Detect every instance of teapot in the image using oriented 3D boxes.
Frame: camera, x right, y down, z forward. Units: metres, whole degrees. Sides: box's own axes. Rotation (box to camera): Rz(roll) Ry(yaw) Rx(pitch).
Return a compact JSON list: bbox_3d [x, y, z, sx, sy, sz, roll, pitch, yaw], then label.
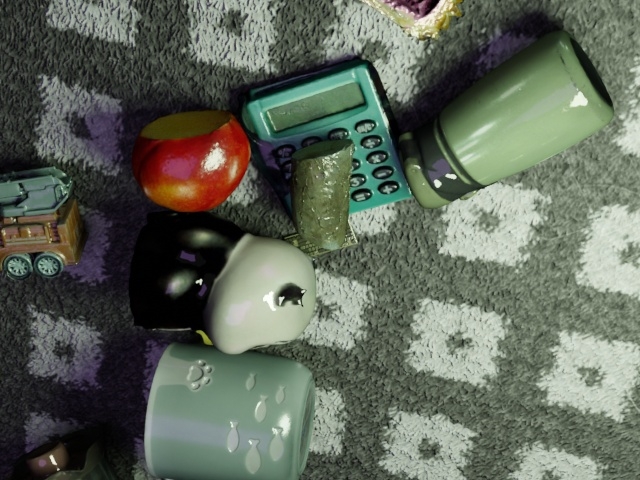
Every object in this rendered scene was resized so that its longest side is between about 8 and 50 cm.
[{"bbox_3d":[-0.511,0.588,1.976,0.376,0.305,0.362,-11,104,48],"label":"teapot"}]

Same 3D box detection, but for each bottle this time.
[{"bbox_3d":[0.274,-0.174,1.499,0.347,0.168,0.168,-31,104,27],"label":"bottle"}]

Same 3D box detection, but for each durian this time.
[{"bbox_3d":[0.088,-0.457,1.446,0.341,0.112,0.191,30,108,-11],"label":"durian"}]

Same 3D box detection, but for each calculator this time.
[{"bbox_3d":[0.012,-0.155,1.622,0.248,0.058,0.274,-15,111,19],"label":"calculator"}]

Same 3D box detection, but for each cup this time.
[{"bbox_3d":[-0.163,0.377,1.756,0.274,0.259,0.357,5,78,7],"label":"cup"}]

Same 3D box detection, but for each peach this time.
[{"bbox_3d":[-0.219,-0.147,1.606,0.190,0.190,0.192,30,116,-2],"label":"peach"}]

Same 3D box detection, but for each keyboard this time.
[{"bbox_3d":[0.000,0.000,1.717,0.129,0.015,0.049,-15,109,19],"label":"keyboard"}]

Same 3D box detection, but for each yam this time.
[{"bbox_3d":[0.001,-0.079,1.574,0.107,0.107,0.183,6,117,10],"label":"yam"}]

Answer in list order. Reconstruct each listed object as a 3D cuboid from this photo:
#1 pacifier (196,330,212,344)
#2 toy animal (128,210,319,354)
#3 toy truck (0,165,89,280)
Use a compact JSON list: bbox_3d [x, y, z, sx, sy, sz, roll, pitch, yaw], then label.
[{"bbox_3d":[-0.217,0.158,1.825,0.064,0.068,0.083,12,145,44],"label":"pacifier"},{"bbox_3d":[-0.160,0.076,1.662,0.309,0.251,0.251,8,115,8],"label":"toy animal"},{"bbox_3d":[-0.611,-0.033,1.735,0.338,0.133,0.184,-4,119,-1],"label":"toy truck"}]
